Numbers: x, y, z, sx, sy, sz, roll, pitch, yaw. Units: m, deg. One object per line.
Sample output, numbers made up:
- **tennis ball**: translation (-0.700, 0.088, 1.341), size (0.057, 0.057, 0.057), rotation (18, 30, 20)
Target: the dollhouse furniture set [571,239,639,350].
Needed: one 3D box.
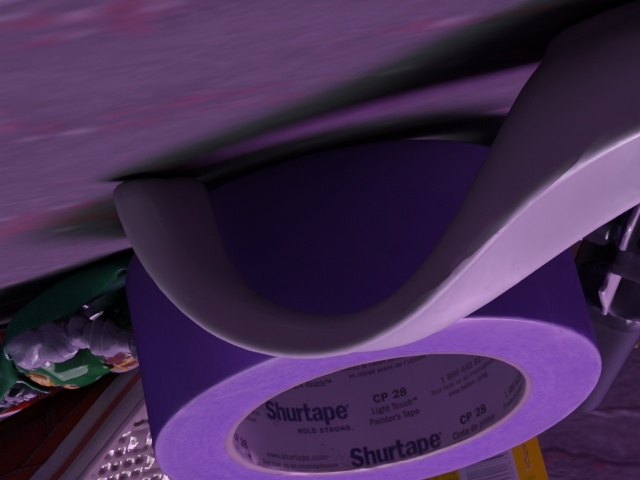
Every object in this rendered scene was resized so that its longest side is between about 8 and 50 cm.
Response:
- **dollhouse furniture set**: translation (0.358, 0.021, 1.111), size (0.355, 0.174, 0.303), rotation (2, 147, -43)

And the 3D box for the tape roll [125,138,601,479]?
- **tape roll**: translation (0.017, 0.039, 0.809), size (0.189, 0.080, 0.189), rotation (-9, 154, -5)

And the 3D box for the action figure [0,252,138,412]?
- **action figure**: translation (-0.073, 0.037, 0.944), size (0.232, 0.063, 0.137), rotation (-20, 162, 22)

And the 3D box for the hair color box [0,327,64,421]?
- **hair color box**: translation (-0.183, 0.080, 1.156), size (0.167, 0.053, 0.093), rotation (-14, 175, 10)

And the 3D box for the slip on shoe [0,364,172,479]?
- **slip on shoe**: translation (-0.140, 0.125, 1.044), size (0.331, 0.101, 0.123), rotation (-44, 144, -14)

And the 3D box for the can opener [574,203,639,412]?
- **can opener**: translation (0.133, 0.007, 0.952), size (0.093, 0.074, 0.280), rotation (23, 160, 12)

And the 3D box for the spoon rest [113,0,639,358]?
- **spoon rest**: translation (0.064, -0.018, 0.647), size (0.276, 0.084, 0.137), rotation (-16, 174, 28)

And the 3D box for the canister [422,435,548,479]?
- **canister**: translation (0.044, 0.069, 1.014), size (0.126, 0.170, 0.073), rotation (-17, 174, 26)
